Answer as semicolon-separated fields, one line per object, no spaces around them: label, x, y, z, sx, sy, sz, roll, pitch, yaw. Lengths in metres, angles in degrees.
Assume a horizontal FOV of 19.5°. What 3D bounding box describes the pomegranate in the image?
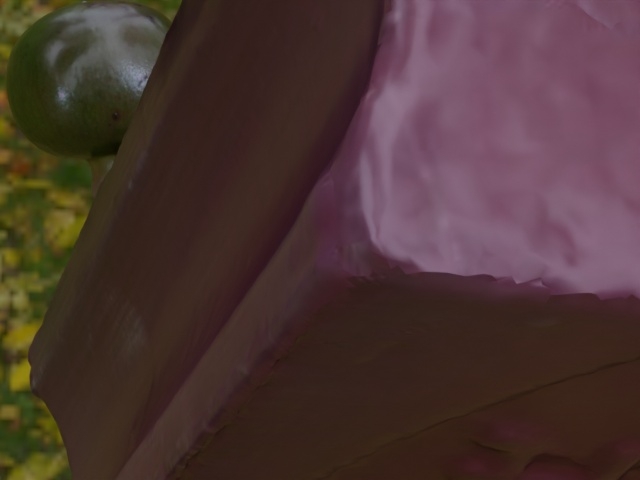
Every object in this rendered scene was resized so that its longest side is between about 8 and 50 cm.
pomegranate;-0.216;-0.129;1.768;0.179;0.211;0.179;17;-8;2

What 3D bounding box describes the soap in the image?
soap;0.059;0.025;0.501;0.232;0.359;0.128;5;66;-15
